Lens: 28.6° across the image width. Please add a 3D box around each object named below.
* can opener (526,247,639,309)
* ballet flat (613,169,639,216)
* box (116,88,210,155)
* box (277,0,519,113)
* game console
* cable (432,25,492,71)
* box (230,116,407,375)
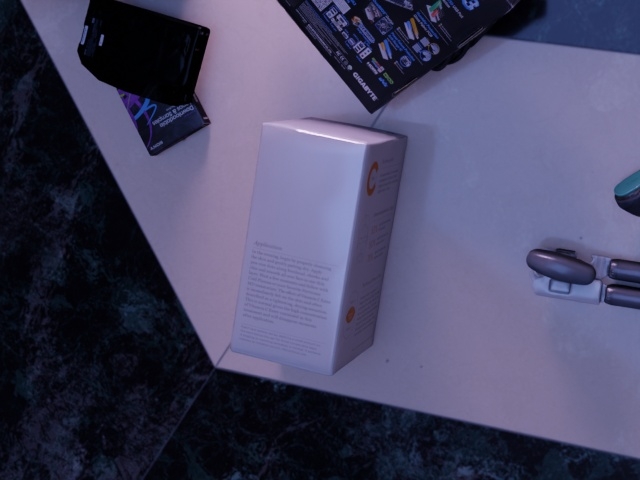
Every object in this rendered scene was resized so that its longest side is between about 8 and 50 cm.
[{"bbox_3d":[0.438,0.066,1.824,0.280,0.093,0.074,9,100,13],"label":"can opener"},{"bbox_3d":[0.514,-0.102,1.786,0.203,0.074,0.074,-38,85,14],"label":"ballet flat"},{"bbox_3d":[-0.264,-0.234,2.044,0.116,0.029,0.162,-28,89,20],"label":"box"},{"bbox_3d":[0.091,-0.376,1.800,0.293,0.073,0.295,-35,98,36],"label":"box"},{"bbox_3d":[-0.255,-0.408,1.990,0.213,0.044,0.361,20,100,21],"label":"game console"},{"bbox_3d":[0.177,-0.342,1.869,0.150,0.047,0.184,46,110,5],"label":"cable"},{"bbox_3d":[0.000,0.000,1.890,0.168,0.215,0.345,13,101,17],"label":"box"}]
